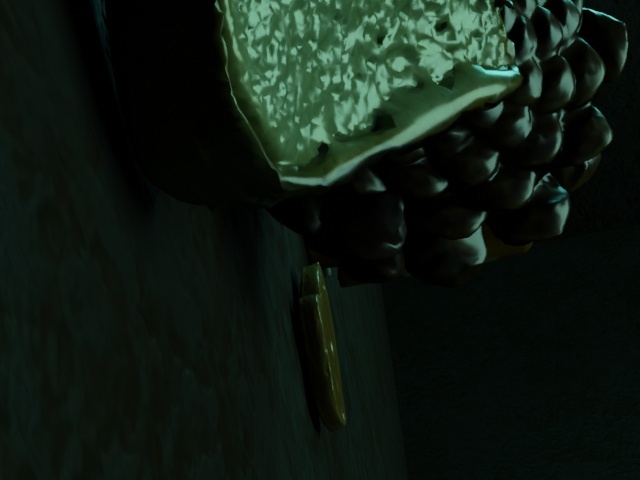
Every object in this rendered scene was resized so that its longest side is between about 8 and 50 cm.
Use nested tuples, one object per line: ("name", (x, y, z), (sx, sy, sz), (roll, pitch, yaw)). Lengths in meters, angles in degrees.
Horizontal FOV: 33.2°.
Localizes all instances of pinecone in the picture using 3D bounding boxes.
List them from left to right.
("pinecone", (0.058, -0.096, 0.689), (0.264, 0.264, 0.264), (-10, 90, -86))

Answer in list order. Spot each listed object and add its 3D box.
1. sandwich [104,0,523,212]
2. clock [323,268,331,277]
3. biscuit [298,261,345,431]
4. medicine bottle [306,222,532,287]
("sandwich", (-0.007, -0.152, 0.433), (0.226, 0.087, 0.251), (-36, 122, -46))
("clock", (0.000, 0.000, 1.189), (0.074, 0.010, 0.083), (35, 45, -83))
("biscuit", (-0.003, 0.081, 0.883), (0.118, 0.023, 0.140), (73, 9, -56))
("medicine bottle", (0.093, -0.039, 1.095), (0.112, 0.222, 0.150), (-5, 84, -86))
